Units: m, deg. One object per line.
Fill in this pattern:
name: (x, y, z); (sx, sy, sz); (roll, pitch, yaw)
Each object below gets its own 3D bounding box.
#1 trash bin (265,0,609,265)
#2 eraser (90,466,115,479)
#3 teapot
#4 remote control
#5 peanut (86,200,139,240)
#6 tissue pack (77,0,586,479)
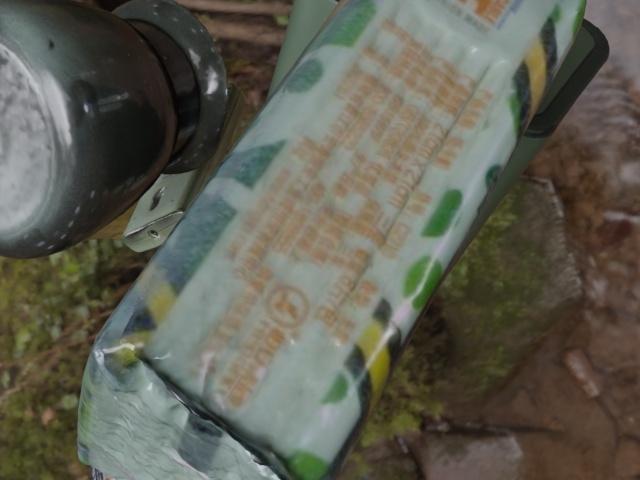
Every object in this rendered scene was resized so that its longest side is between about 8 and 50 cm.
trash bin: (0.055, -0.075, 0.940); (0.223, 0.158, 0.343); (35, 137, 8)
eraser: (-0.232, 0.295, 1.334); (0.124, 0.081, 0.279); (129, 134, -54)
teapot: (-0.233, -0.107, 1.013); (0.305, 0.285, 0.223); (-33, 88, 37)
remote control: (-0.150, -0.086, 1.216); (0.098, 0.233, 0.038); (-23, 124, 34)
peanut: (-0.285, -0.071, 1.383); (0.147, 0.318, 0.148); (10, 105, 45)
tissue pack: (0.000, 0.000, 0.589); (0.128, 0.311, 0.228); (33, 154, -1)
